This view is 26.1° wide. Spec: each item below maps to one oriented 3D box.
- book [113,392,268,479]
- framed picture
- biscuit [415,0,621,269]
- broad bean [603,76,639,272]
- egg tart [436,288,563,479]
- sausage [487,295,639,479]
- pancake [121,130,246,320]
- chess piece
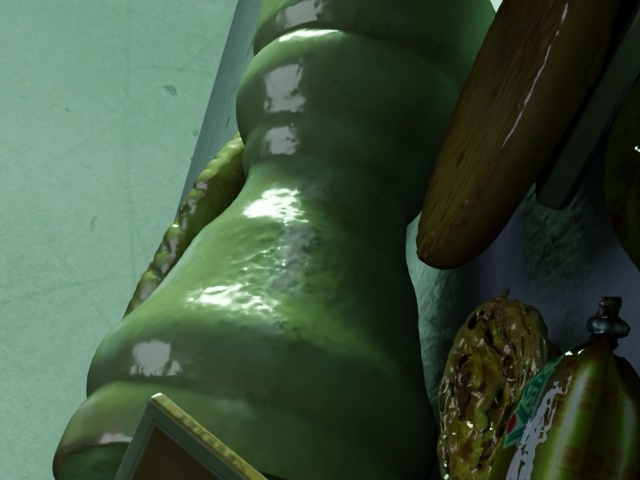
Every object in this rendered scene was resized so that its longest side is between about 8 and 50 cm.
[{"bbox_3d":[-0.031,0.217,0.752,0.018,0.241,0.170,-25,-34,-54],"label":"book"},{"bbox_3d":[0.193,-0.191,0.759,0.232,0.024,0.315,-75,10,-64],"label":"framed picture"},{"bbox_3d":[0.121,-0.101,0.797,0.262,0.037,0.262,-157,90,-86],"label":"biscuit"},{"bbox_3d":[0.162,-0.001,0.565,0.077,0.061,0.339,-42,23,21],"label":"broad bean"},{"bbox_3d":[0.101,0.092,0.742,0.129,0.049,0.129,-166,90,-76],"label":"egg tart"},{"bbox_3d":[0.083,0.198,0.595,0.082,0.082,0.372,152,136,-73],"label":"sausage"},{"bbox_3d":[-0.088,0.122,1.189,0.305,0.067,0.427,15,-80,-61],"label":"pancake"},{"bbox_3d":[0.000,0.000,0.964,0.234,0.234,0.442,128,163,-58],"label":"chess piece"}]
